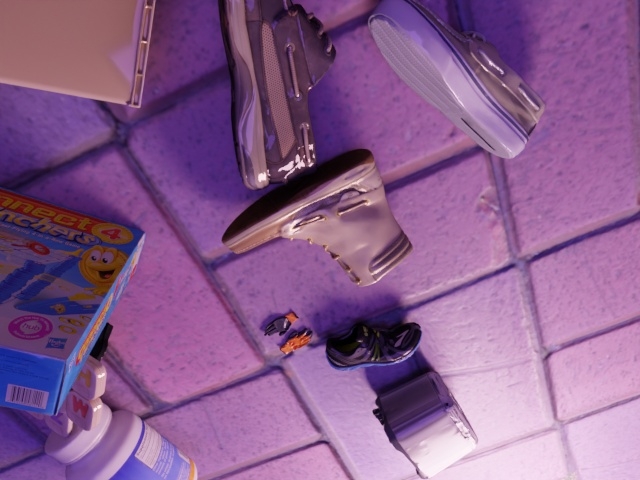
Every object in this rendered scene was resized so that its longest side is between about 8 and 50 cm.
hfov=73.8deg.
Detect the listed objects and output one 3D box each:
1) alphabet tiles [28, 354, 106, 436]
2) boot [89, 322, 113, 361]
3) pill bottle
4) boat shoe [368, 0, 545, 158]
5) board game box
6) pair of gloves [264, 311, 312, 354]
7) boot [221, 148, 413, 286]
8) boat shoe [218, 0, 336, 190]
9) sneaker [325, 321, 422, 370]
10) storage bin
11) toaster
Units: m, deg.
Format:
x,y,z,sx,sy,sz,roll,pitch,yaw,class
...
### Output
x,y,z,sx,sy,sz,roll,pitch,yaw,class
-0.466,0.190,0.690,0.284,0.021,0.277,27,115,13,alphabet tiles
-0.399,0.150,0.698,0.045,0.121,0.099,-40,119,9,boot
-0.381,0.430,0.826,0.153,0.152,0.271,-30,117,9,pill bottle
0.193,-0.230,0.583,0.303,0.109,0.094,31,95,-29,boat shoe
-0.421,0.040,0.533,0.309,0.301,0.086,19,113,-16,board game box
-0.060,0.177,0.808,0.074,0.010,0.083,-34,115,12,pair of gloves
0.000,0.000,0.678,0.262,0.095,0.203,-29,118,4,boot
-0.055,-0.236,0.541,0.131,0.132,0.354,-8,127,-13,boat shoe
0.099,0.192,0.801,0.189,0.067,0.078,-15,124,5,sneaker
-0.308,-0.289,0.414,0.263,0.123,0.260,0,121,-38,storage bin
0.216,0.369,0.875,0.147,0.129,0.226,-33,114,6,toaster
